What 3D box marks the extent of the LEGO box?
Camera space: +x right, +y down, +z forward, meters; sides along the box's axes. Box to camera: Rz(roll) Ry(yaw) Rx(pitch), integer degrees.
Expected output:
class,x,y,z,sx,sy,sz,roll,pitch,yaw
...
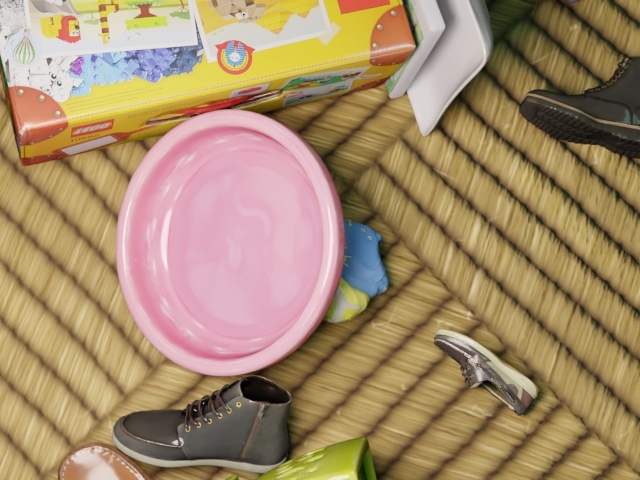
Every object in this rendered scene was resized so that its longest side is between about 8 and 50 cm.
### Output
class,x,y,z,sx,sy,sz,roll,pitch,yaw
LEGO box,-0.181,-0.341,1.840,0.500,0.193,0.372,-14,84,-13

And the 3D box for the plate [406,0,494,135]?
class,x,y,z,sx,sy,sz,roll,pitch,yaw
plate,0.145,-0.306,1.849,0.045,0.278,0.277,-13,77,-16

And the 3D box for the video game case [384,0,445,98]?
class,x,y,z,sx,sy,sz,roll,pitch,yaw
video game case,0.096,-0.314,1.884,0.023,0.212,0.193,-13,75,-16

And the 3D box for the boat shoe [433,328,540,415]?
class,x,y,z,sx,sy,sz,roll,pitch,yaw
boat shoe,0.206,0.167,1.836,0.152,0.056,0.049,32,73,9

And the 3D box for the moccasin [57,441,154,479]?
class,x,y,z,sx,sy,sz,roll,pitch,yaw
moccasin,-0.210,0.417,1.731,0.139,0.147,0.380,-23,76,-3

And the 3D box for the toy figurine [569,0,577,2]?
class,x,y,z,sx,sy,sz,roll,pitch,yaw
toy figurine,0.288,-0.420,1.955,0.191,0.217,0.362,-22,32,10

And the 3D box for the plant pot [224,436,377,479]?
class,x,y,z,sx,sy,sz,roll,pitch,yaw
plant pot,-0.029,0.372,1.689,0.207,0.227,0.228,-12,91,5

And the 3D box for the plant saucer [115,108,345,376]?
class,x,y,z,sx,sy,sz,roll,pitch,yaw
plant saucer,-0.105,0.004,1.813,0.332,0.084,0.332,-2,86,31

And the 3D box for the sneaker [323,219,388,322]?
class,x,y,z,sx,sy,sz,roll,pitch,yaw
sneaker,0.000,0.000,1.882,0.126,0.091,0.240,-19,64,-33

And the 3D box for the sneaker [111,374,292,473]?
class,x,y,z,sx,sy,sz,roll,pitch,yaw
sneaker,-0.145,0.215,1.789,0.222,0.118,0.083,5,35,-5

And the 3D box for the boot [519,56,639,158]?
class,x,y,z,sx,sy,sz,roll,pitch,yaw
boot,0.372,-0.199,1.927,0.198,0.077,0.137,18,71,-8
